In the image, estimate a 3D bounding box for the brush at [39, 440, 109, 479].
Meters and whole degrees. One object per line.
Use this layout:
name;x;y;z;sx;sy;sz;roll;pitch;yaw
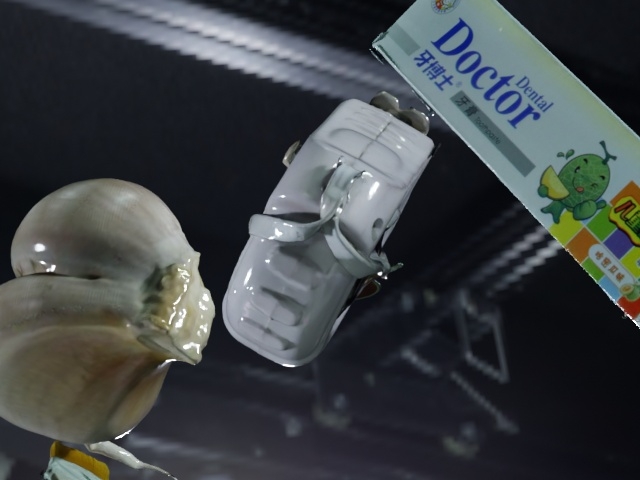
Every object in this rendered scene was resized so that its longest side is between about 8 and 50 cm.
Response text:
brush;-0.247;0.274;1.878;0.085;0.336;0.020;30;-82;-12

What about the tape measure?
tape measure;0.000;0.000;1.446;0.120;0.236;0.197;29;-69;4

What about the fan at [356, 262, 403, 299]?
fan;0.037;0.042;1.902;0.085;0.005;0.133;20;-28;-39

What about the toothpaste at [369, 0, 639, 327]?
toothpaste;0.079;-0.029;0.624;0.046;0.164;0.034;-45;-40;7

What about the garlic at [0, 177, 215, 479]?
garlic;-0.240;0.083;1.952;0.245;0.231;0.340;9;-34;-5
